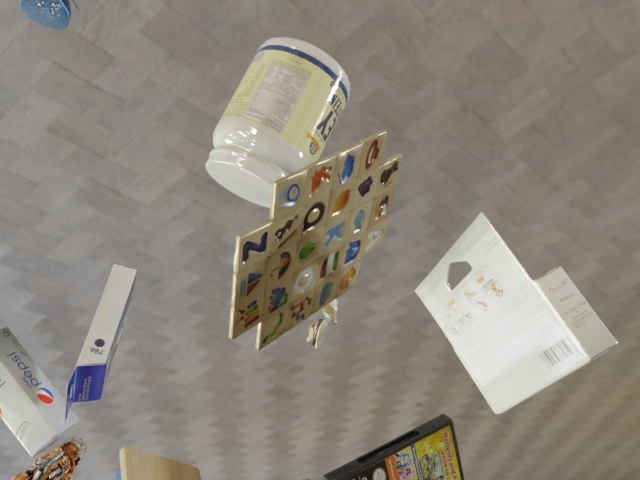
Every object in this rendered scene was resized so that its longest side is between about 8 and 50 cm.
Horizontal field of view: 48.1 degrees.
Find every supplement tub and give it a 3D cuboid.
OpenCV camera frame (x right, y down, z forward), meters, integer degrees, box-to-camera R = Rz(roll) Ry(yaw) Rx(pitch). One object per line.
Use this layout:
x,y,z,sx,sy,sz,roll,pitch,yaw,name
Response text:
-0.095,-0.258,1.601,0.235,0.324,0.235,23,164,7,supplement tub

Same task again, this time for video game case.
0.144,0.471,1.232,0.248,0.035,0.274,-20,107,-23,video game case

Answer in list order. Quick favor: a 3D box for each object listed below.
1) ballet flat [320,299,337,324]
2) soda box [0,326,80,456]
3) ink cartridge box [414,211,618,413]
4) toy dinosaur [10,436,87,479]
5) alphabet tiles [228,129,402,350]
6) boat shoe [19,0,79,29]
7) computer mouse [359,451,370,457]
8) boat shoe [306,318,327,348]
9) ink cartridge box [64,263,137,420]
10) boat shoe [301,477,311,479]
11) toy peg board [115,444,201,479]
0.016,0.204,2.440,0.067,0.206,0.073,-44,136,2,ballet flat
-0.689,0.343,1.637,0.098,0.286,0.091,-40,177,16,soda box
0.269,0.109,1.057,0.060,0.239,0.275,-23,160,-25,ink cartridge box
-0.695,0.597,1.698,0.322,0.164,0.218,-15,147,-44,toy dinosaur
0.000,0.000,1.025,0.342,0.011,0.285,-30,140,-41,alphabet tiles
-0.480,-0.462,1.276,0.109,0.089,0.258,13,166,-17,boat shoe
0.068,0.504,1.517,0.193,0.042,0.106,-30,146,-38,computer mouse
-0.012,0.246,1.931,0.049,0.043,0.137,-45,162,-29,boat shoe
-0.491,0.230,1.616,0.065,0.332,0.165,16,137,-8,ink cartridge box
-0.125,0.731,1.976,0.254,0.079,0.095,-31,-174,-21,boat shoe
-0.261,0.426,1.113,0.079,0.161,0.161,-38,134,17,toy peg board
